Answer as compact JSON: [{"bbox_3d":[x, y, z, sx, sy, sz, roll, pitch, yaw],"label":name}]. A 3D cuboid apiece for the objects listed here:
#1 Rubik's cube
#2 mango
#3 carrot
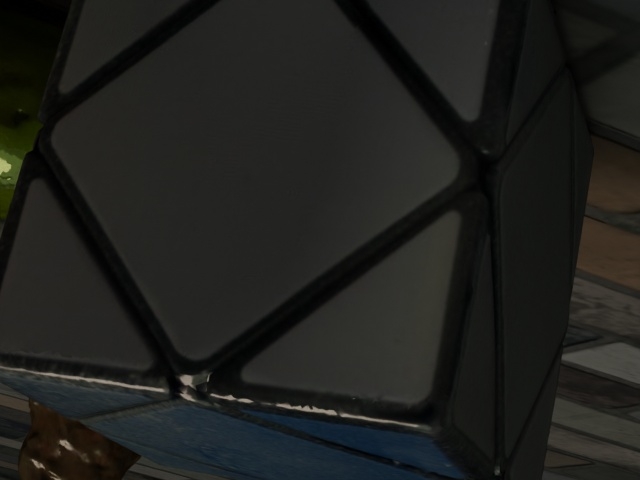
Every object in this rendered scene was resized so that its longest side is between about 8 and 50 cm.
[{"bbox_3d":[0.000,0.000,0.665,0.205,0.207,0.205,7,161,20],"label":"Rubik's cube"},{"bbox_3d":[-0.170,-0.067,0.743,0.178,0.100,0.119,20,176,18],"label":"mango"},{"bbox_3d":[-0.128,0.062,0.867,0.102,0.263,0.102,14,174,2],"label":"carrot"}]
